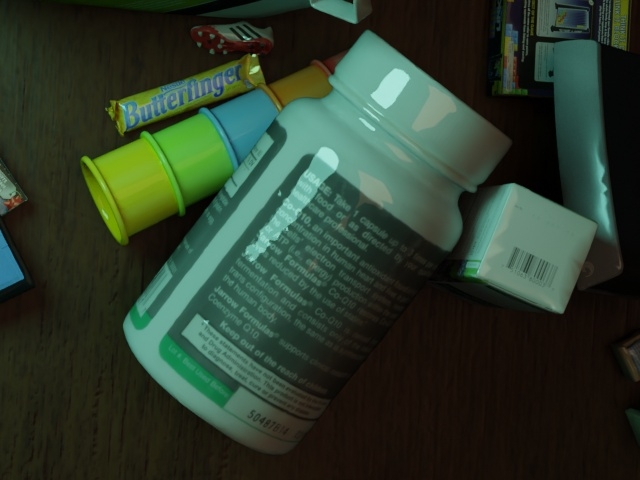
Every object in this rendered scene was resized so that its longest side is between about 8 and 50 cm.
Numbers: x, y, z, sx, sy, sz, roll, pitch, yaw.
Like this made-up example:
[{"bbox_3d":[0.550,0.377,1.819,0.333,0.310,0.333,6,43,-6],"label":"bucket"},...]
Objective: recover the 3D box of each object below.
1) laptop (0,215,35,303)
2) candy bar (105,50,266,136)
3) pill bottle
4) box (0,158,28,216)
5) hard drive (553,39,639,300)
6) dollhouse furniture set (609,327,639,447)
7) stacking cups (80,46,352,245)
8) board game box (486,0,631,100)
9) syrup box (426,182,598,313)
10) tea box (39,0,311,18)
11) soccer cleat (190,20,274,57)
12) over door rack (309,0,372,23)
[{"bbox_3d":[-0.423,-0.017,1.311,0.234,0.264,0.137,-26,61,-2],"label":"laptop"},{"bbox_3d":[-0.132,-0.143,1.458,0.161,0.018,0.040,-20,96,-13],"label":"candy bar"},{"bbox_3d":[0.000,0.000,1.360,0.204,0.204,0.361,37,98,-12],"label":"pill bottle"},{"bbox_3d":[-0.354,-0.070,1.401,0.094,0.027,0.137,-34,99,-9],"label":"box"},{"bbox_3d":[0.309,-0.069,1.452,0.172,0.054,0.255,10,69,-36],"label":"hard drive"},{"bbox_3d":[0.428,0.033,1.503,0.286,0.198,0.303,-26,96,-12],"label":"dollhouse furniture set"},{"bbox_3d":[-0.075,-0.104,1.446,0.316,0.096,0.096,-27,97,-17],"label":"stacking cups"},{"bbox_3d":[0.248,-0.229,1.531,0.141,0.048,0.170,3,91,-15],"label":"board game box"},{"bbox_3d":[0.165,0.009,1.419,0.093,0.237,0.096,25,83,-12],"label":"syrup box"},{"bbox_3d":[-0.134,-0.379,1.307,0.323,0.220,0.329,1,90,-33],"label":"tea box"},{"bbox_3d":[-0.087,-0.203,1.464,0.083,0.029,0.036,8,51,2],"label":"soccer cleat"},{"bbox_3d":[0.029,-0.378,1.230,0.239,0.108,0.324,-39,126,-28],"label":"over door rack"}]
